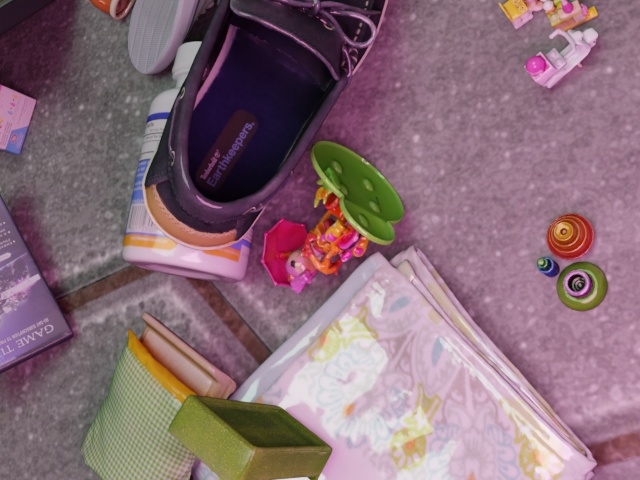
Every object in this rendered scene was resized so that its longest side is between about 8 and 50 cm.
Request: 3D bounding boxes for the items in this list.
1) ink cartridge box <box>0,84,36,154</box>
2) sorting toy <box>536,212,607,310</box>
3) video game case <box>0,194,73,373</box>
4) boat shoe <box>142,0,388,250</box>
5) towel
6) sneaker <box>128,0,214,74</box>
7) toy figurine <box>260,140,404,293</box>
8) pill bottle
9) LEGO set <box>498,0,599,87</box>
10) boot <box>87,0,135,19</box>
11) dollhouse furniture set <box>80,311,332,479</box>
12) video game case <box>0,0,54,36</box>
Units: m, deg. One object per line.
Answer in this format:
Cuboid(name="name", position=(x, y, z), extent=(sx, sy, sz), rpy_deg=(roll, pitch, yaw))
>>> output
Cuboid(name="ink cartridge box", position=(-0.516, -0.195, 1.361), extent=(0.090, 0.143, 0.092), rpy_deg=(15, 87, 31))
Cuboid(name="sorting toy", position=(0.250, 0.021, 0.929), extent=(0.061, 0.042, 0.102), rpy_deg=(-17, 71, 26))
Cuboid(name="video game case", position=(-0.489, 0.057, 1.254), extent=(0.196, 0.026, 0.274), rpy_deg=(-27, 79, -19))
Cuboid(name="boat shoe", position=(-0.035, -0.221, 1.004), extent=(0.186, 0.156, 0.500), rpy_deg=(29, 77, -12))
Cuboid(name="towel", position=(0.055, 0.232, 0.964), extent=(0.374, 0.090, 0.320), rpy_deg=(-47, 60, 13))
Cuboid(name="sneaker", position=(-0.175, -0.331, 1.234), extent=(0.094, 0.091, 0.258), rpy_deg=(50, 125, 22))
Cuboid(name="toy figurine", position=(0.000, 0.000, 1.033), extent=(0.159, 0.130, 0.173), rpy_deg=(-50, 29, 25))
Cuboid(name="pill bottle", position=(-0.143, -0.094, 1.119), extent=(0.152, 0.152, 0.272), rpy_deg=(5, 80, 31))
Cuboid(name="LEGO set", position=(0.194, -0.304, 1.000), extent=(0.132, 0.107, 0.287), rpy_deg=(-46, 61, 13))
Cuboid(name="boot", position=(-0.277, -0.397, 1.327), extent=(0.084, 0.059, 0.158), rpy_deg=(43, 109, 27))
Cuboid(name="dollhouse furniture set", position=(-0.170, 0.219, 0.957), extent=(0.301, 0.151, 0.198), rpy_deg=(32, 97, 33))
Cuboid(name="video game case", position=(-0.523, -0.311, 1.354), extent=(0.248, 0.035, 0.275), rpy_deg=(-12, 29, 28))
